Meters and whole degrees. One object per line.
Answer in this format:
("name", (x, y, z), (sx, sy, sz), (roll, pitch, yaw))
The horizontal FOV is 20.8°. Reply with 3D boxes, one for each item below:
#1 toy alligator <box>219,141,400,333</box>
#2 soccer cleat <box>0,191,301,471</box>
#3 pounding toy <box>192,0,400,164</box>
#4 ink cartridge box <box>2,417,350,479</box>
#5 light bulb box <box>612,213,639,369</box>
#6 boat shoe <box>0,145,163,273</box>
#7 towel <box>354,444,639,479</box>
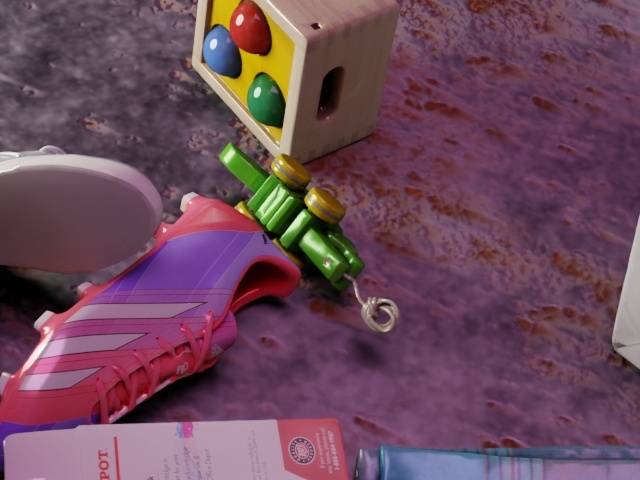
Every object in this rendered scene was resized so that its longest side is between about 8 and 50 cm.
("toy alligator", (0.000, 0.000, 1.182), (0.190, 0.056, 0.051), (46, 16, 27))
("soccer cleat", (-0.109, 0.063, 1.088), (0.095, 0.083, 0.248), (32, 48, 12))
("pounding toy", (-0.045, -0.188, 1.250), (0.094, 0.181, 0.206), (-25, 57, -28))
("ink cartridge box", (-0.082, 0.168, 1.004), (0.198, 0.067, 0.115), (0, 48, -12))
("light bulb box", (0.446, 0.012, 1.107), (0.361, 0.225, 0.358), (-28, 52, -30))
("boat shoe", (-0.192, -0.028, 1.106), (0.227, 0.079, 0.081), (-6, 31, 27))
("towel", (0.156, 0.267, 0.960), (0.271, 0.040, 0.370), (0, 49, 0))
